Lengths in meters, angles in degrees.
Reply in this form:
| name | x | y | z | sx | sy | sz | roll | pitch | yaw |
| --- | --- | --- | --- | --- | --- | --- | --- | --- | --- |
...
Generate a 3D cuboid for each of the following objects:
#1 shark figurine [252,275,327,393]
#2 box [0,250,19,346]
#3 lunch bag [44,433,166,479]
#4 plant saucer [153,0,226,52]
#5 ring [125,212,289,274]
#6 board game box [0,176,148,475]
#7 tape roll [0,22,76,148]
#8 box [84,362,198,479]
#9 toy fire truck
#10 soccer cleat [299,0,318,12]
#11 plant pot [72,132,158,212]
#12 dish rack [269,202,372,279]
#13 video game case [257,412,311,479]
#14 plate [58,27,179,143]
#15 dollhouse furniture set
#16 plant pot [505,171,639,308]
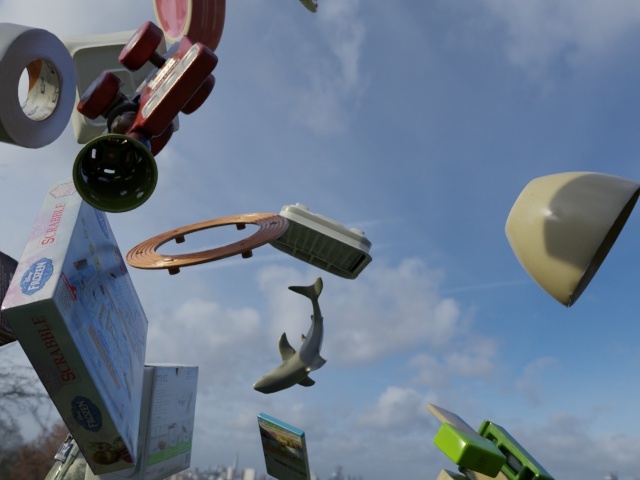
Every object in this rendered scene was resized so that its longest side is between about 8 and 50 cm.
| name | x | y | z | sx | sy | sz | roll | pitch | yaw |
| --- | --- | --- | --- | --- | --- | --- | --- | --- | --- |
| shark figurine | -0.020 | 0.233 | 1.359 | 0.166 | 0.278 | 0.116 | 31 | -17 | -30 |
| box | -0.659 | 0.106 | 1.043 | 0.203 | 0.169 | 0.167 | -21 | -29 | 6 |
| lunch bag | -0.533 | 0.639 | 1.446 | 0.305 | 0.256 | 0.212 | 34 | -23 | -12 |
| plant saucer | -0.370 | -0.660 | 1.641 | 0.084 | 0.333 | 0.332 | -14 | -8 | -35 |
| ring | -0.228 | 0.005 | 1.243 | 0.336 | 0.032 | 0.337 | -11 | 16 | 3 |
| board game box | -0.339 | 0.114 | 0.897 | 0.065 | 0.318 | 0.319 | -12 | -56 | -4 |
| tape roll | -0.548 | -0.283 | 1.119 | 0.072 | 0.219 | 0.219 | 14 | -21 | 10 |
| box | -0.361 | 0.376 | 1.276 | 0.126 | 0.231 | 0.262 | 1 | -11 | 9 |
| toy fire truck | -0.318 | -0.254 | 1.125 | 0.169 | 0.302 | 0.254 | 39 | 8 | -31 |
| soccer cleat | -0.071 | -0.690 | 1.627 | 0.076 | 0.068 | 0.196 | -16 | -38 | 24 |
| plant pot | -0.222 | -0.082 | 0.649 | 0.083 | 0.083 | 0.079 | 19 | 15 | -29 |
| dish rack | 0.000 | 0.000 | 1.672 | 0.285 | 0.073 | 0.333 | 24 | -16 | -1 |
| video game case | -0.074 | 0.449 | 1.272 | 0.119 | 0.015 | 0.167 | 13 | -59 | 35 |
| plate | -0.531 | -0.408 | 1.593 | 0.277 | 0.278 | 0.045 | -10 | 12 | -11 |
| dollhouse furniture set | 0.176 | 0.419 | 0.916 | 0.197 | 0.302 | 0.151 | 26 | 4 | -22 |
| plant pot | 0.500 | -0.030 | 1.253 | 0.190 | 0.284 | 0.284 | 33 | -11 | 26 |
